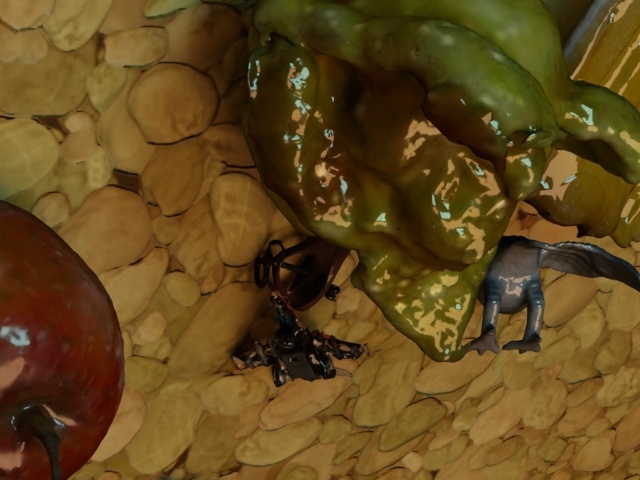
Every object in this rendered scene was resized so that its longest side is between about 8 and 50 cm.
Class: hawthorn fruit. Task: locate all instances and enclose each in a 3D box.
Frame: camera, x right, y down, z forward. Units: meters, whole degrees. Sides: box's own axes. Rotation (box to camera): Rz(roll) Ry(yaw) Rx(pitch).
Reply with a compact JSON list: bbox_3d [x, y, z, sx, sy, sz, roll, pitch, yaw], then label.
[{"bbox_3d":[-0.255,0.097,1.159,0.231,0.263,0.235,-48,172,38],"label":"hawthorn fruit"}]

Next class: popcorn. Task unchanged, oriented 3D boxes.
[{"bbox_3d":[0.099,-0.101,1.220,0.326,0.290,0.321,-4,145,1],"label":"popcorn"}]

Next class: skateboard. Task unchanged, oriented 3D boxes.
[{"bbox_3d":[0.000,0.000,1.401,0.080,0.067,0.151,17,116,-35],"label":"skateboard"}]

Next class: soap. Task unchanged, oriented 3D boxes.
[{"bbox_3d":[0.273,-0.150,1.424,0.259,0.143,0.281,16,113,-49],"label":"soap"}]

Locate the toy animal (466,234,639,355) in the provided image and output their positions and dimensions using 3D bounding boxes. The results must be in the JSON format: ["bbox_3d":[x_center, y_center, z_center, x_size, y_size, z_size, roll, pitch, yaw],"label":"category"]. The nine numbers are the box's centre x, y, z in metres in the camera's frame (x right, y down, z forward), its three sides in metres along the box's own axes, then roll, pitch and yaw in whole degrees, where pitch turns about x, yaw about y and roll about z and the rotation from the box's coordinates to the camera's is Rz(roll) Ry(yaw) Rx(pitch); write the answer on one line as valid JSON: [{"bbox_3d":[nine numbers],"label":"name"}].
[{"bbox_3d":[0.165,0.019,1.423,0.239,0.176,0.255,8,152,-12],"label":"toy animal"}]

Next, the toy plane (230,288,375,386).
[{"bbox_3d":[-0.023,0.096,1.418,0.135,0.062,0.188,-6,161,8],"label":"toy plane"}]
